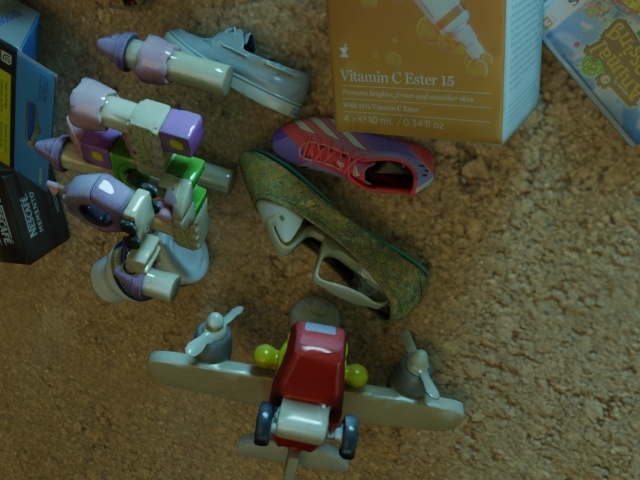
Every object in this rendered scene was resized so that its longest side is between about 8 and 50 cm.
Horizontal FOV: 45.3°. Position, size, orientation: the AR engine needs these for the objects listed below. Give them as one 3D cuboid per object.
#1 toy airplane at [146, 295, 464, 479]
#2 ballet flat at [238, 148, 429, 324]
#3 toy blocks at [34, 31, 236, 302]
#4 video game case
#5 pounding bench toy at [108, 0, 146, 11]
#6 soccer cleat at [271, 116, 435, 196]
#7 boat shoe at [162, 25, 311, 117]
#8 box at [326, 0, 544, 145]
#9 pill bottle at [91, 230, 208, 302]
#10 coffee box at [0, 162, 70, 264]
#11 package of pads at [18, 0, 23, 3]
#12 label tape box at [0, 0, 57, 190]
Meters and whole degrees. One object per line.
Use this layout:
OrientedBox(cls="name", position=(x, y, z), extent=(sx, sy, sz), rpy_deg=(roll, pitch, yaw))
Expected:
OrientedBox(cls="toy airplane", position=(-0.019, 0.226, 1.212), extent=(0.385, 0.272, 0.386), rpy_deg=(-15, 146, 39))
OrientedBox(cls="ballet flat", position=(0.000, 0.000, 1.130), extent=(0.349, 0.123, 0.123), rpy_deg=(37, 123, 0))
OrientedBox(cls="toy blocks", position=(-0.290, -0.098, 1.052), extent=(0.260, 0.308, 0.288), rpy_deg=(17, 146, 6))
OrientedBox(cls="video game case", position=(0.388, -0.246, 0.909), extent=(0.212, 0.023, 0.193), rpy_deg=(48, 123, -6))
OrientedBox(cls="pounding bench toy", position=(-0.273, -0.379, 1.102), extent=(0.052, 0.083, 0.065), rpy_deg=(12, 151, 19))
OrientedBox(cls="soccer cleat", position=(0.039, -0.116, 1.078), extent=(0.248, 0.095, 0.083), rpy_deg=(14, 120, 15))
OrientedBox(cls="boat shoe", position=(-0.115, -0.257, 1.091), extent=(0.228, 0.079, 0.081), rpy_deg=(30, 99, 8))
OrientedBox(cls="box", position=(0.135, -0.305, 0.885), extent=(0.215, 0.168, 0.345), rpy_deg=(9, 118, 27))
OrientedBox(cls="pill bottle", position=(-0.291, 0.042, 1.286), extent=(0.187, 0.112, 0.112), rpy_deg=(-20, 106, 29))
OrientedBox(cls="coffee box", position=(-0.616, -0.063, 1.363), extent=(0.297, 0.119, 0.168), rpy_deg=(4, 116, 21))
OrientedBox(cls="package of pads", position=(-0.490, -0.390, 1.194), extent=(0.050, 0.032, 0.083), rpy_deg=(32, 123, 8))
OrientedBox(cls="label tape box", position=(-0.526, -0.266, 1.209), extent=(0.334, 0.106, 0.240), rpy_deg=(30, 134, 6))
